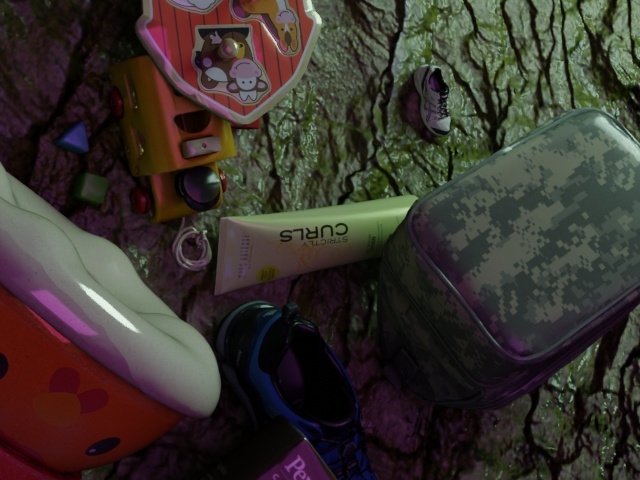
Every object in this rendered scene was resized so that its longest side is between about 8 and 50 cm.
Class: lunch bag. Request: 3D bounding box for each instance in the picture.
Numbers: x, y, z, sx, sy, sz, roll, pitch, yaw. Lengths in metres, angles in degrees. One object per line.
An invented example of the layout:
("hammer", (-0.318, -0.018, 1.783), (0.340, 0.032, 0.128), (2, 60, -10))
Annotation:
("lunch bag", (0.214, 0.033, 1.465), (0.305, 0.256, 0.213), (-32, 78, -24))

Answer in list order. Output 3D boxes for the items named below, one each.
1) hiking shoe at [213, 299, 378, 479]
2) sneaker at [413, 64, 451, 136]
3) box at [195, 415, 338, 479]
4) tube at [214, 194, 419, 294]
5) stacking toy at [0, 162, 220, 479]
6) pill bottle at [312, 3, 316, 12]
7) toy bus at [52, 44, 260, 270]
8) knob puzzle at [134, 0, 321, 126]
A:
("hiking shoe", (-0.006, 0.204, 1.404), (0.113, 0.132, 0.304), (-35, 105, -24))
("sneaker", (0.129, -0.155, 1.537), (0.032, 0.037, 0.083), (-27, 103, -28))
("box", (-0.120, 0.358, 1.277), (0.381, 0.143, 0.191), (-38, 98, -10))
("tube", (0.000, 0.000, 1.453), (0.240, 0.062, 0.070), (-9, 83, -27))
("stacking toy", (-0.349, 0.180, 1.170), (0.350, 0.350, 0.480), (40, 89, -22))
("pill bottle", (-0.062, -0.289, 1.407), (0.087, 0.087, 0.160), (-27, 101, -26))
("toy bus", (-0.135, -0.095, 1.355), (0.202, 0.104, 0.191), (34, 74, -23))
("knob puzzle", (-0.082, -0.207, 1.319), (0.213, 0.030, 0.213), (3, 82, -26))
